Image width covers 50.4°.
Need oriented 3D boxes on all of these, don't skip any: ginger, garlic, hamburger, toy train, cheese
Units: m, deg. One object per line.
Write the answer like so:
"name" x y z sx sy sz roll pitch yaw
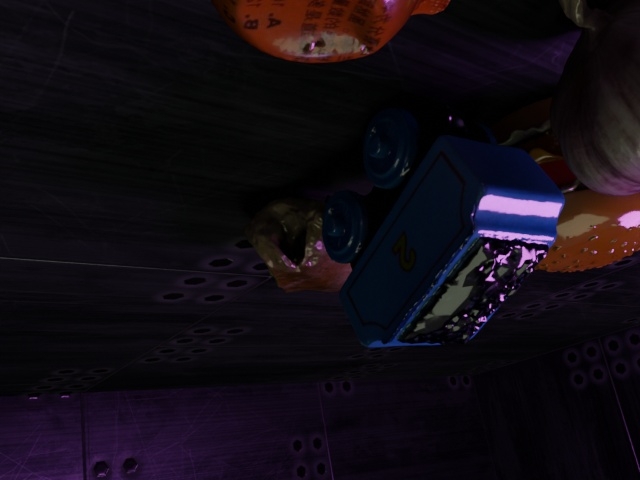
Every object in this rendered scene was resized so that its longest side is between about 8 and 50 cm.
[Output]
"ginger" 0.000 0.000 1.114 0.222 0.130 0.275 -19 159 -5
"garlic" 0.300 -0.194 0.661 0.253 0.245 0.245 36 140 -18
"hamburger" 0.359 -0.063 0.974 0.275 0.212 0.274 -9 159 -3
"toy train" 0.145 -0.018 0.882 0.188 0.265 0.300 4 132 -31
"cheese" -0.051 -0.219 0.503 0.330 0.129 0.217 6 160 -9
